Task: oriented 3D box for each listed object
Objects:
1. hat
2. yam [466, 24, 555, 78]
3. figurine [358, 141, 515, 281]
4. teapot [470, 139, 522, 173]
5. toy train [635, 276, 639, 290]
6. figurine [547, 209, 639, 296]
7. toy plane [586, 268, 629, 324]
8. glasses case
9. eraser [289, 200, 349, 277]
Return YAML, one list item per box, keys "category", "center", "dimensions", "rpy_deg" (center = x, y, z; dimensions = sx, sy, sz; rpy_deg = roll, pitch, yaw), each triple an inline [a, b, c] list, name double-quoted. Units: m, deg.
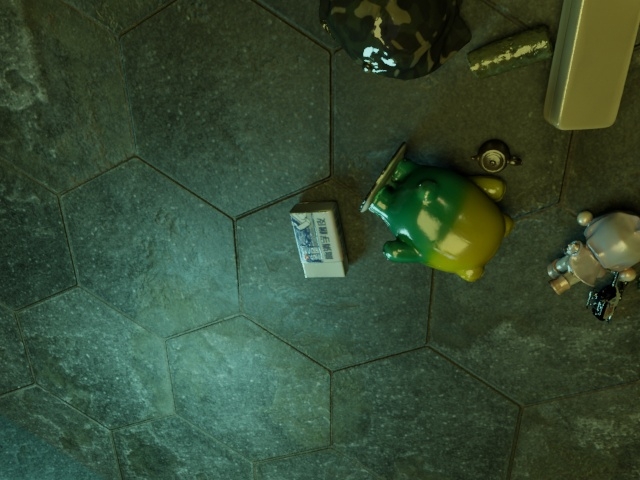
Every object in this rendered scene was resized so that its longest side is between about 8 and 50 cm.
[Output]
- category: "hat"
  center: [0.168, -0.564, 1.380]
  dimensions: [0.367, 0.257, 0.381]
  rpy_deg: [17, 141, 5]
- category: "yam"
  center: [0.417, -0.408, 1.454]
  dimensions: [0.179, 0.078, 0.078]
  rpy_deg: [-15, 113, 25]
- category: "figurine"
  center: [0.285, -0.062, 1.597]
  dimensions: [0.340, 0.323, 0.231]
  rpy_deg: [33, 167, 3]
- category: "teapot"
  center: [0.417, -0.193, 1.579]
  dimensions: [0.121, 0.068, 0.076]
  rpy_deg: [11, 121, 12]
- category: "toy train"
  center: [0.822, 0.096, 1.632]
  dimensions: [0.056, 0.038, 0.093]
  rpy_deg: [31, 123, -4]
- category: "figurine"
  center: [0.664, 0.027, 1.586]
  dimensions: [0.276, 0.133, 0.200]
  rpy_deg: [-40, 80, 31]
- category: "toy plane"
  center: [0.728, 0.131, 1.672]
  dimensions: [0.078, 0.053, 0.196]
  rpy_deg: [-4, 119, -21]
- category: "glasses case"
  center: [0.567, -0.400, 1.382]
  dimensions: [0.144, 0.076, 0.336]
  rpy_deg: [-3, 120, -9]
- category: "eraser"
  center: [0.000, 0.000, 1.824]
  dimensions: [0.125, 0.068, 0.210]
  rpy_deg: [-3, 118, 18]
